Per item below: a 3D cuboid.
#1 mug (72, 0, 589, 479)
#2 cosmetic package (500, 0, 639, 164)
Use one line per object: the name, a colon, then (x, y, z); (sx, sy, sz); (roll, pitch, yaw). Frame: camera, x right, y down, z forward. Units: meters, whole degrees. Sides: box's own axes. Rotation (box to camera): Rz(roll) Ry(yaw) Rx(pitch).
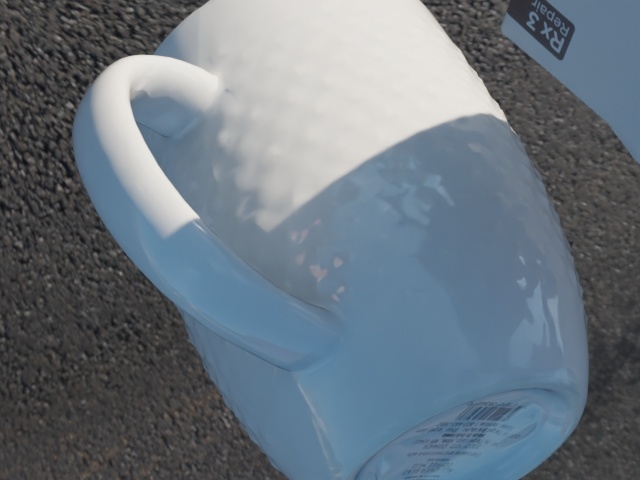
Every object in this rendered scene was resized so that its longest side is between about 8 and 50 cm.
mug: (0.000, 0.000, 0.602); (0.276, 0.328, 0.374); (-42, 140, 22)
cosmetic package: (0.298, -0.149, 0.400); (0.385, 0.217, 0.156); (-29, 153, -27)
